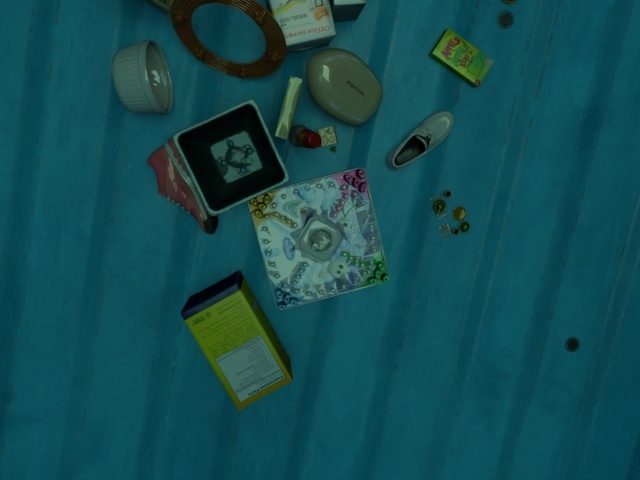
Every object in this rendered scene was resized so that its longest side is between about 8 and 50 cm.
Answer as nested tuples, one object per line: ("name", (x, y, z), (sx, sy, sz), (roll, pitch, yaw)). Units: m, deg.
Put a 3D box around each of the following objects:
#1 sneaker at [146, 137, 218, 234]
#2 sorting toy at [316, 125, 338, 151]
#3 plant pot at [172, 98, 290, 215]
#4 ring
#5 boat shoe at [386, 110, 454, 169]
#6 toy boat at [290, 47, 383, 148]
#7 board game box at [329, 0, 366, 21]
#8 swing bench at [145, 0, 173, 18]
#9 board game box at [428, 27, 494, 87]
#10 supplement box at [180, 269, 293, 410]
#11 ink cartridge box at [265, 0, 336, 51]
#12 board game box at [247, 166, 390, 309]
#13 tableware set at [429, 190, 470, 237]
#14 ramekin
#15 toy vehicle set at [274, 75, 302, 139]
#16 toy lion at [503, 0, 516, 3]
("sneaker", (-0.422, -0.151, 1.759), (0.136, 0.116, 0.314), (-25, 94, 10))
("sorting toy", (0.024, -0.316, 1.807), (0.062, 0.012, 0.083), (-14, 97, -8))
("plant pot", (-0.253, -0.243, 1.673), (0.247, 0.252, 0.247), (-25, 101, -1))
("ring", (-0.259, -0.567, 1.596), (0.336, 0.336, 0.032), (20, 64, -8))
("boat shoe", (0.323, -0.310, 1.798), (0.258, 0.084, 0.095), (-44, 100, 3))
("toy boat", (0.024, -0.413, 1.721), (0.267, 0.148, 0.318), (36, 89, -31))
("board game box", (0.060, -0.803, 1.626), (0.097, 0.224, 0.304), (-7, 100, -3))
("swing bench", (-0.459, -0.777, 1.551), (0.165, 0.253, 0.255), (30, 98, 29))
("board game box", (0.441, -0.569, 1.789), (0.181, 0.043, 0.092), (32, 95, -9))
("supplement box", (-0.254, 0.306, 1.790), (0.194, 0.195, 0.357), (-28, 100, 0))
("ink cartridge box", (-0.067, -0.680, 1.661), (0.171, 0.168, 0.233), (-14, 101, -4))
("board game box", (0.000, 0.000, 1.837), (0.389, 0.050, 0.390), (-15, 100, -2))
("tableware set", (0.429, -0.088, 1.875), (0.104, 0.024, 0.154), (-21, 100, -2))
("ramekin", (-0.512, -0.461, 1.644), (0.108, 0.207, 0.207), (-8, 100, 6))
("toy vehicle set", (-0.094, -0.376, 1.659), (0.035, 0.267, 0.166), (15, 98, -6))
("toy lion", (0.606, -0.786, 1.777), (0.100, 0.034, 0.096), (3, 106, -6))
